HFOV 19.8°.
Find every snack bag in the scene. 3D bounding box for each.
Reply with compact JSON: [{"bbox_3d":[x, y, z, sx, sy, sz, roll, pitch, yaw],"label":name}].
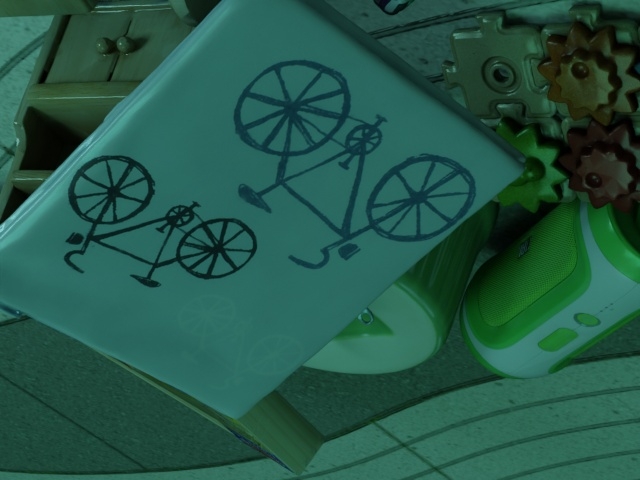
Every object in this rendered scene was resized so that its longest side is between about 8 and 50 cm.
[{"bbox_3d":[-0.055,-0.018,1.381,0.342,0.037,0.323,-43,133,18],"label":"snack bag"}]

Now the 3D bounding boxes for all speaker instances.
[{"bbox_3d":[0.231,0.028,1.615,0.131,0.131,0.296,23,152,-11],"label":"speaker"}]

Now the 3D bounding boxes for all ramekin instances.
[{"bbox_3d":[0.000,0.000,1.677,0.303,0.148,0.303,14,153,7],"label":"ramekin"}]

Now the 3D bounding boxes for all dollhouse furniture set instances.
[{"bbox_3d":[-0.237,-0.162,1.387,0.362,0.256,0.394,1,150,26],"label":"dollhouse furniture set"}]

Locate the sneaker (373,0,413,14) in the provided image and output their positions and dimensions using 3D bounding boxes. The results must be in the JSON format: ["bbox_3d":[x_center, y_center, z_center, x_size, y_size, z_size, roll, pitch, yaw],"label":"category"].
[{"bbox_3d":[0.069,-0.249,1.276,0.098,0.083,0.224,40,147,2],"label":"sneaker"}]

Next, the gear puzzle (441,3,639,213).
[{"bbox_3d":[0.174,-0.094,1.434,0.339,0.044,0.175,1,122,31],"label":"gear puzzle"}]

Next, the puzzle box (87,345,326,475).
[{"bbox_3d":[-0.203,0.089,1.907,0.409,0.052,0.272,25,164,44],"label":"puzzle box"}]
